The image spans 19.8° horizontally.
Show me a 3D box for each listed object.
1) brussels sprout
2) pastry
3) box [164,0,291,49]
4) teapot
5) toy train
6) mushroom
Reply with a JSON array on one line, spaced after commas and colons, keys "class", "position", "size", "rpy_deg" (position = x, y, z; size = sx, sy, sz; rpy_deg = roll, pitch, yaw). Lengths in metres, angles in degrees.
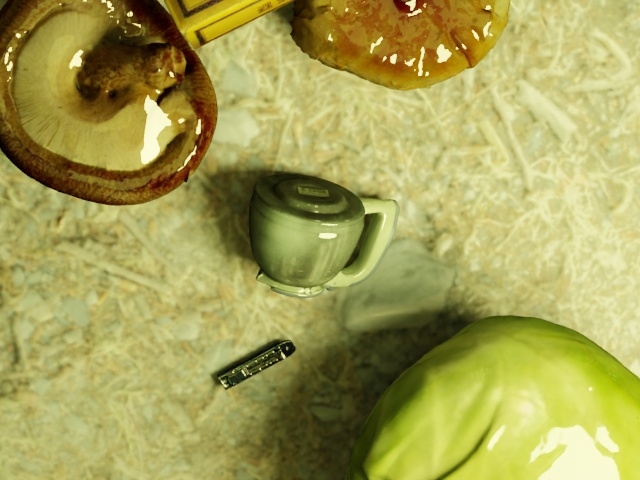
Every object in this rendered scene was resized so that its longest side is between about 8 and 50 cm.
[{"class": "brussels sprout", "position": [0.186, 0.231, 1.769], "size": [0.328, 0.247, 0.328], "rpy_deg": [1, 96, 6]}, {"class": "pastry", "position": [0.071, -0.245, 1.720], "size": [0.229, 0.100, 0.218], "rpy_deg": [-32, 104, -3]}, {"class": "box", "position": [-0.099, -0.348, 1.629], "size": [0.193, 0.084, 0.301], "rpy_deg": [-26, 84, 2]}, {"class": "teapot", "position": [-0.010, -0.004, 1.771], "size": [0.111, 0.149, 0.108], "rpy_deg": [26, 117, 25]}, {"class": "toy train", "position": [-0.062, 0.121, 1.817], "size": [0.083, 0.017, 0.017], "rpy_deg": [-28, 106, -2]}, {"class": "mushroom", "position": [-0.206, -0.140, 1.691], "size": [0.194, 0.138, 0.231], "rpy_deg": [-27, 93, 11]}]
